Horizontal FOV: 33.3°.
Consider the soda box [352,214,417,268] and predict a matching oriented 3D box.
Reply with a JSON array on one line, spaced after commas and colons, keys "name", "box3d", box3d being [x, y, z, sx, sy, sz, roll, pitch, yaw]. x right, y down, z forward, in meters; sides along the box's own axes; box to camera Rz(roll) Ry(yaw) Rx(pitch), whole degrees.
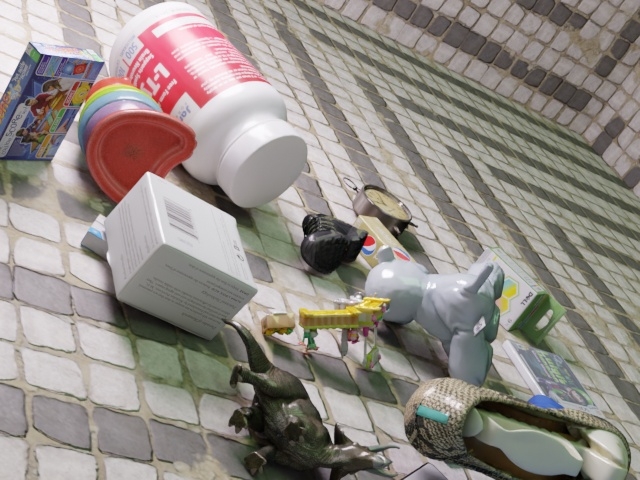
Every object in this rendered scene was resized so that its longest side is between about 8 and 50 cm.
[{"name": "soda box", "box3d": [0.131, 0.028, 2.171, 0.061, 0.058, 0.181, 6, 37, -48]}]

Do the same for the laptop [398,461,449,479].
[{"name": "laptop", "box3d": [0.264, 0.411, 1.380, 0.408, 0.236, 0.382, 43, 24, 19]}]

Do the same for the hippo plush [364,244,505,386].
[{"name": "hippo plush", "box3d": [0.194, 0.136, 1.934, 0.237, 0.234, 0.294, 8, 1, 15]}]

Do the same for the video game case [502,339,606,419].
[{"name": "video game case", "box3d": [0.474, 0.287, 2.176, 0.173, 0.022, 0.190, 18, 28, -34]}]

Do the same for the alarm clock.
[{"name": "alarm clock", "box3d": [0.118, -0.075, 2.348, 0.192, 0.064, 0.129, 44, 25, 15]}]

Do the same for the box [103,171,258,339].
[{"name": "box", "box3d": [-0.211, 0.024, 1.601, 0.182, 0.119, 0.181, 29, 25, -36]}]

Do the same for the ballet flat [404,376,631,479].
[{"name": "ballet flat", "box3d": [0.351, 0.330, 1.646, 0.483, 0.164, 0.182, 21, -6, -29]}]

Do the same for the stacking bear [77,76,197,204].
[{"name": "stacking bear", "box3d": [-0.344, -0.199, 1.868, 0.164, 0.175, 0.289, 30, 13, -29]}]

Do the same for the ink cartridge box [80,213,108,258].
[{"name": "ink cartridge box", "box3d": [-0.333, -0.010, 1.656, 0.048, 0.028, 0.083, 32, 23, -10]}]

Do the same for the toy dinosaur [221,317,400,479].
[{"name": "toy dinosaur", "box3d": [-0.051, 0.242, 1.481, 0.313, 0.121, 0.160, 42, 12, 28]}]

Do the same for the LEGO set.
[{"name": "LEGO set", "box3d": [0.029, 0.159, 1.777, 0.132, 0.107, 0.287, 8, 10, 37]}]

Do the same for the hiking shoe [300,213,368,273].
[{"name": "hiking shoe", "box3d": [0.000, 0.000, 2.046, 0.114, 0.086, 0.227, 28, 14, 20]}]

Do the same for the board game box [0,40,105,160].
[{"name": "board game box", "box3d": [-0.441, -0.215, 1.691, 0.035, 0.201, 0.136, 45, 24, 23]}]

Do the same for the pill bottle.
[{"name": "pill bottle", "box3d": [-0.211, -0.255, 2.043, 0.229, 0.229, 0.407, 2, 39, -52]}]

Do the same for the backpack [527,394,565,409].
[{"name": "backpack", "box3d": [0.372, 0.333, 1.822, 0.098, 0.120, 0.101, 34, 23, -4]}]

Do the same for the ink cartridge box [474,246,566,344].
[{"name": "ink cartridge box", "box3d": [0.412, 0.121, 2.304, 0.209, 0.109, 0.062, 46, 26, 24]}]
